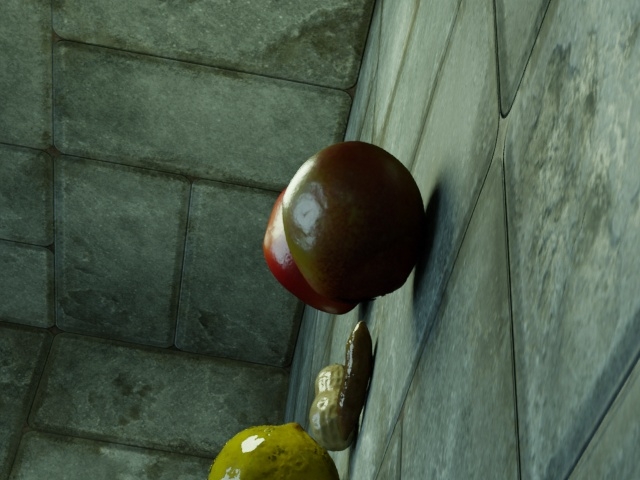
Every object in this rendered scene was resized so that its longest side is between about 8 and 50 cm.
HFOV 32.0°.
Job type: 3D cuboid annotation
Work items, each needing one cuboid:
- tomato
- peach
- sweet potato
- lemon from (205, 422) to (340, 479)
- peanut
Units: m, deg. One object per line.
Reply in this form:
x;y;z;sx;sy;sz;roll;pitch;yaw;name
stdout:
0.000;0.000;2.267;0.298;0.226;0.299;11;-90;-90;tomato
0.048;-0.026;1.635;0.231;0.231;0.231;-170;90;-87;peach
0.061;0.251;1.980;0.065;0.051;0.218;-147;66;-82;sweet potato
-0.092;0.493;2.092;0.258;0.257;0.310;111;166;-73;lemon
0.027;0.305;2.104;0.228;0.085;0.104;-84;-17;-57;peanut
